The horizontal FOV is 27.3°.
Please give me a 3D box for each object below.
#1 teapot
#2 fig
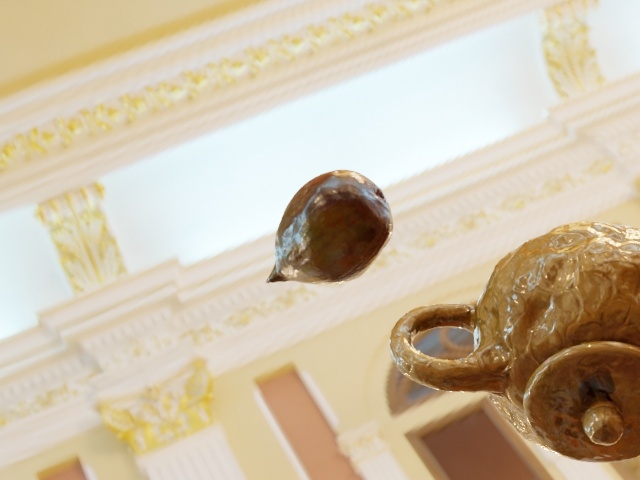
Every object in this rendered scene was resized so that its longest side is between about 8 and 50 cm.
[{"bbox_3d":[0.208,0.100,1.045,0.311,0.167,0.203,6,-56,6],"label":"teapot"},{"bbox_3d":[0.000,0.000,1.274,0.155,0.103,0.109,-40,-6,19],"label":"fig"}]
